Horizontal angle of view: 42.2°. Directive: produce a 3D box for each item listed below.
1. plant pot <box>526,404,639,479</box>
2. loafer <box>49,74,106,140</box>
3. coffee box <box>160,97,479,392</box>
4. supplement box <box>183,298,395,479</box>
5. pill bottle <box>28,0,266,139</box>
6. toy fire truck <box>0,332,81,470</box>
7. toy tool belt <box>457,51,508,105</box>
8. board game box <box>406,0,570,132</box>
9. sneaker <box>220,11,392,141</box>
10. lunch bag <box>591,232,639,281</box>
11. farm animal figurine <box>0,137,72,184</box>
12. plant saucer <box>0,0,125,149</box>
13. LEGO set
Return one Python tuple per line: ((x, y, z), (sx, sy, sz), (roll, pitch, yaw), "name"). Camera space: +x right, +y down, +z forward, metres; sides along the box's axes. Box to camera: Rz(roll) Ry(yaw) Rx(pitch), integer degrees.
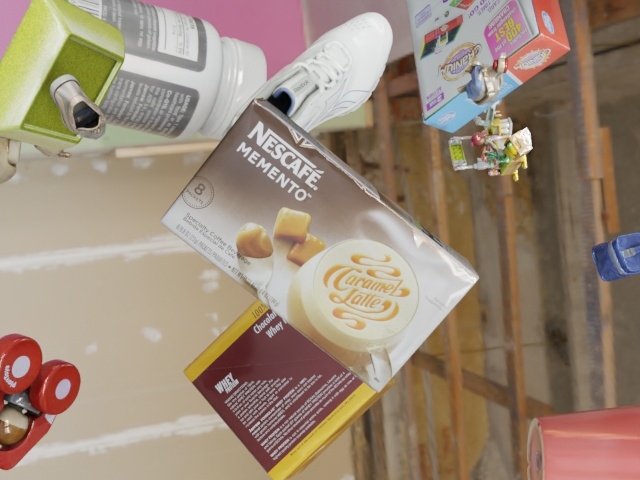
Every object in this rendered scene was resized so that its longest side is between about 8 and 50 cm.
((0.568, 0.470, 1.726), (0.275, 0.243, 0.274), (2, 90, -85), "plant pot")
((-0.275, -0.143, 0.961), (0.039, 0.045, 0.125), (48, -10, 17), "loafer")
((0.000, 0.000, 0.754), (0.141, 0.246, 0.098), (-50, -175, 10), "coffee box")
((-0.038, 0.182, 1.115), (0.194, 0.191, 0.129), (46, 2, 14), "supplement box")
((-0.284, -0.276, 1.337), (0.204, 0.361, 0.204), (-28, -123, 55), "pill bottle")
((-0.577, 0.289, 1.437), (0.253, 0.170, 0.302), (-66, 152, -20), "toy fire truck")
((0.205, -0.207, 1.059), (0.083, 0.051, 0.052), (93, 3, -70), "toy tool belt")
((0.238, -0.360, 1.269), (0.242, 0.064, 0.316), (-34, -128, 46), "board game box")
((-0.009, -0.204, 1.127), (0.111, 0.297, 0.129), (45, -9, 1), "sneaker")
((0.512, 0.026, 1.388), (0.065, 0.099, 0.067), (-29, -106, 51), "lunch bag")
((-0.543, -0.214, 1.446), (0.172, 0.331, 0.326), (120, -18, -45), "farm animal figurine")
((-0.325, -0.197, 1.045), (0.188, 0.045, 0.188), (-60, 165, 7), "plant saucer")
((0.291, -0.166, 1.468), (0.287, 0.107, 0.132), (-89, 175, -65), "LEGO set")
